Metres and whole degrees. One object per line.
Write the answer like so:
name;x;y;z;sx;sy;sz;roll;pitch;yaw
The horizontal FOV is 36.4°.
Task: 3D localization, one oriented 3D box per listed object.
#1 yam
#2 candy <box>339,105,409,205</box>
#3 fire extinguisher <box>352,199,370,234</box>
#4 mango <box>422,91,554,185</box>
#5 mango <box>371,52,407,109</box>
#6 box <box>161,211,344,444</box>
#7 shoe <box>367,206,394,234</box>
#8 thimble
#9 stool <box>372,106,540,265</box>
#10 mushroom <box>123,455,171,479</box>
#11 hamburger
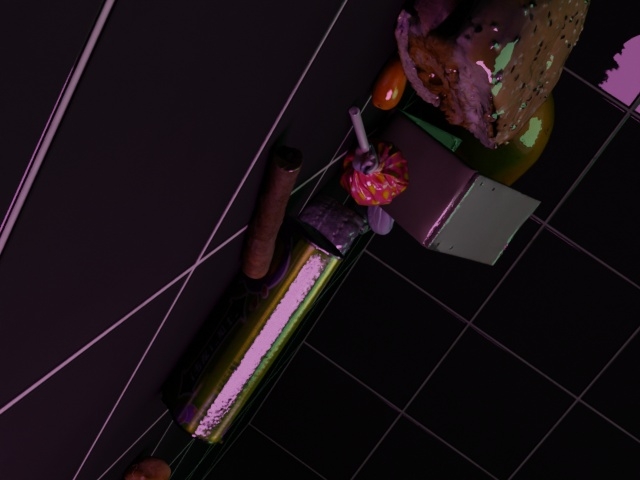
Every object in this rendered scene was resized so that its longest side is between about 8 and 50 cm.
yam;-0.066;-0.029;1.241;0.045;0.045;0.327;-30;165;-21
candy;0.077;-0.147;1.583;0.124;0.124;0.365;-54;166;-7
fire extinguisher;0.148;-0.112;2.287;0.294;0.093;0.118;-53;151;-19
mango;0.359;-0.254;2.154;0.232;0.300;0.445;-35;157;-21
mango;0.106;-0.240;1.461;0.060;0.046;0.089;-35;146;-72
box;-0.103;0.133;1.452;0.345;0.097;0.134;-56;-149;8
shoe;0.184;-0.109;2.135;0.095;0.138;0.245;-47;154;-51
thimble;0.001;-0.002;1.689;0.150;0.098;0.150;-55;175;-7
stool;0.239;-0.102;1.885;0.270;0.243;0.170;15;115;-51
mushroom;-0.346;0.471;1.736;0.209;0.071;0.084;-53;170;22
hamburger;0.244;-0.303;1.357;0.277;0.195;0.318;-53;159;-4
